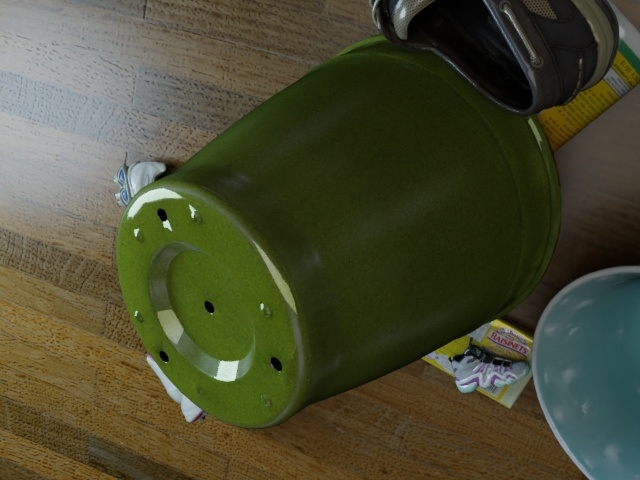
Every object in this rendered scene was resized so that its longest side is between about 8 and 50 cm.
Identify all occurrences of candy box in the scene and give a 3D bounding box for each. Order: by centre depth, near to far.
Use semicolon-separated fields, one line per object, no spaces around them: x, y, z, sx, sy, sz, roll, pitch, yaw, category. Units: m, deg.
0.185;0.127;0.950;0.206;0.027;0.105;29;110;9;candy box

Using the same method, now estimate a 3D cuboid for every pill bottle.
0.250;-0.165;0.797;0.208;0.117;0.117;-41;89;24;pill bottle

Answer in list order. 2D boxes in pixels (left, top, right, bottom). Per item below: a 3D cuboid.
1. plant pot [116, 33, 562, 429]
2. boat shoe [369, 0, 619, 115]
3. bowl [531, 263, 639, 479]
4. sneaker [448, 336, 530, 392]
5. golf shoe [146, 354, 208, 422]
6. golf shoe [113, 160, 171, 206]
0.000;0.000;0.740;0.366;0.353;0.366;20;123;34;plant pot
0.114;-0.254;0.688;0.355;0.130;0.132;41;150;16;boat shoe
0.404;0.144;0.771;0.311;0.163;0.311;29;131;39;bowl
0.209;0.151;0.913;0.098;0.038;0.069;-20;100;22;sneaker
-0.140;0.124;1.017;0.140;0.115;0.306;42;113;7;golf shoe
-0.232;-0.028;1.031;0.086;0.069;0.176;-10;102;15;golf shoe
